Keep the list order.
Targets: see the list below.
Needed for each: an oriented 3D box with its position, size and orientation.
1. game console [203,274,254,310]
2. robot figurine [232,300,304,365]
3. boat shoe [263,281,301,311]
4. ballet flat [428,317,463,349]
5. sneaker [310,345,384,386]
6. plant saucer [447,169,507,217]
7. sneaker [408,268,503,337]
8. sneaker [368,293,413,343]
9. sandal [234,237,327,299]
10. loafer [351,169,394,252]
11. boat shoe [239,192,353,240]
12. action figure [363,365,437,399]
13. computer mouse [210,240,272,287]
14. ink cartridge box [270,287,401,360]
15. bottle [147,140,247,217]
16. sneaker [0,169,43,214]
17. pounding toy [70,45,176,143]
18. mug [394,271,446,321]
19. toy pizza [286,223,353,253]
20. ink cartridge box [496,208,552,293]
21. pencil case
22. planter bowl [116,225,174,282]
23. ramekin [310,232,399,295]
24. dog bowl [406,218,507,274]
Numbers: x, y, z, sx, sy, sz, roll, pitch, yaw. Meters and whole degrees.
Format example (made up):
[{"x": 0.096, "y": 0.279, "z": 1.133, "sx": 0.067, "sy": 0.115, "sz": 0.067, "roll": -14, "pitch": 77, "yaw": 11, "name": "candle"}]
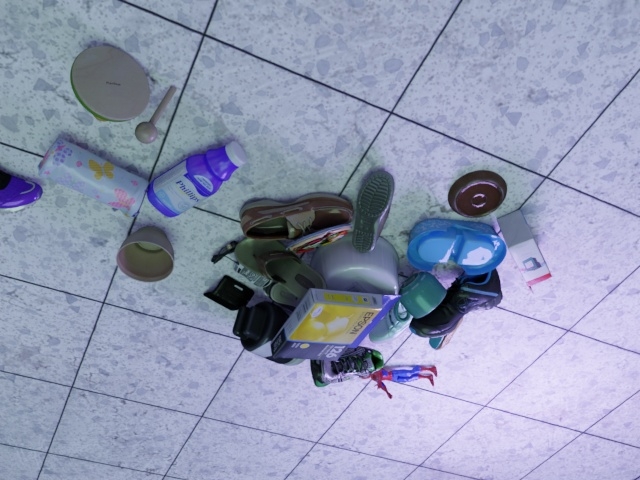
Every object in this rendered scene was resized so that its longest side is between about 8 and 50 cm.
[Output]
[{"x": -0.294, "y": 0.170, "z": 2.073, "sx": 0.122, "sy": 0.071, "sz": 0.107, "roll": 33, "pitch": 93, "yaw": -29, "name": "game console"}, {"x": -0.145, "y": 0.297, "z": 2.079, "sx": 0.278, "sy": 0.209, "sz": 0.173, "roll": 30, "pitch": 105, "yaw": -35, "name": "robot figurine"}, {"x": -0.080, "y": 0.191, "z": 2.073, "sx": 0.233, "sy": 0.084, "sz": 0.079, "roll": 29, "pitch": 163, "yaw": -33, "name": "boat shoe"}, {"x": 0.434, "y": 0.278, "z": 2.174, "sx": 0.073, "sy": 0.080, "sz": 0.232, "roll": -11, "pitch": 141, "yaw": -31, "name": "ballet flat"}, {"x": 0.087, "y": 0.396, "z": 2.122, "sx": 0.146, "sy": 0.134, "sz": 0.344, "roll": -12, "pitch": 174, "yaw": 35, "name": "sneaker"}, {"x": 0.447, "y": -0.123, "z": 1.831, "sx": 0.169, "sy": 0.029, "sz": 0.168, "roll": -2, "pitch": 132, "yaw": -2, "name": "plant saucer"}, {"x": 0.412, "y": 0.180, "z": 2.000, "sx": 0.341, "sy": 0.125, "sz": 0.139, "roll": -27, "pitch": 125, "yaw": -20, "name": "sneaker"}, {"x": 0.241, "y": 0.230, "z": 2.092, "sx": 0.256, "sy": 0.094, "sz": 0.151, "roll": -33, "pitch": 132, "yaw": 12, "name": "sneaker"}, {"x": -0.115, "y": 0.073, "z": 1.865, "sx": 0.303, "sy": 0.086, "sz": 0.120, "roll": 28, "pitch": 91, "yaw": 16, "name": "sandal"}, {"x": 0.149, "y": -0.089, "z": 1.823, "sx": 0.094, "sy": 0.087, "sz": 0.251, "roll": 23, "pitch": 120, "yaw": 12, "name": "loafer"}, {"x": -0.067, "y": -0.050, "z": 1.814, "sx": 0.325, "sy": 0.116, "sz": 0.123, "roll": -6, "pitch": 132, "yaw": 3, "name": "boat shoe"}, {"x": 0.281, "y": 0.515, "z": 2.329, "sx": 0.281, "sy": 0.139, "sz": 0.091, "roll": 4, "pitch": 130, "yaw": -3, "name": "action figure"}, {"x": -0.230, "y": 0.077, "z": 1.975, "sx": 0.193, "sy": 0.042, "sz": 0.106, "roll": 37, "pitch": 116, "yaw": -23, "name": "computer mouse"}, {"x": 0.048, "y": 0.258, "z": 1.912, "sx": 0.307, "sy": 0.072, "sz": 0.303, "roll": 9, "pitch": 137, "yaw": -25, "name": "ink cartridge box"}, {"x": -0.325, "y": -0.167, "z": 1.715, "sx": 0.283, "sy": 0.092, "sz": 0.118, "roll": -27, "pitch": 132, "yaw": 20, "name": "bottle"}, {"x": -0.889, "y": -0.159, "z": 1.692, "sx": 0.294, "sy": 0.102, "sz": 0.146, "roll": 4, "pitch": 131, "yaw": -6, "name": "sneaker"}, {"x": -0.488, "y": -0.338, "z": 1.530, "sx": 0.237, "sy": 0.182, "sz": 0.110, "roll": 30, "pitch": 150, "yaw": -30, "name": "pounding toy"}, {"x": 0.291, "y": 0.164, "z": 1.940, "sx": 0.097, "sy": 0.158, "sz": 0.129, "roll": 49, "pitch": 151, "yaw": -7, "name": "mug"}, {"x": 0.000, "y": 0.000, "z": 1.835, "sx": 0.201, "sy": 0.032, "sz": 0.201, "roll": -19, "pitch": 174, "yaw": -2, "name": "toy pizza"}, {"x": 0.609, "y": 0.037, "z": 1.909, "sx": 0.078, "sy": 0.134, "sz": 0.231, "roll": -25, "pitch": 129, "yaw": 18, "name": "ink cartridge box"}, {"x": -0.592, "y": -0.162, "z": 1.696, "sx": 0.273, "sy": 0.113, "sz": 0.124, "roll": 28, "pitch": 145, "yaw": -25, "name": "pencil case"}, {"x": -0.498, "y": 0.028, "z": 1.871, "sx": 0.162, "sy": 0.109, "sz": 0.162, "roll": -1, "pitch": 132, "yaw": -1, "name": "planter bowl"}, {"x": 0.109, "y": 0.120, "z": 1.963, "sx": 0.277, "sy": 0.135, "sz": 0.277, "roll": -2, "pitch": 132, "yaw": -2, "name": "ramekin"}, {"x": 0.399, "y": 0.014, "z": 1.921, "sx": 0.298, "sy": 0.074, "sz": 0.165, "roll": 5, "pitch": 131, "yaw": -6, "name": "dog bowl"}]
